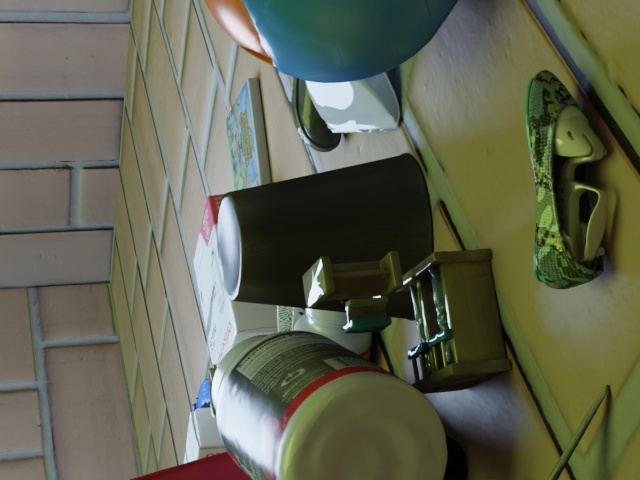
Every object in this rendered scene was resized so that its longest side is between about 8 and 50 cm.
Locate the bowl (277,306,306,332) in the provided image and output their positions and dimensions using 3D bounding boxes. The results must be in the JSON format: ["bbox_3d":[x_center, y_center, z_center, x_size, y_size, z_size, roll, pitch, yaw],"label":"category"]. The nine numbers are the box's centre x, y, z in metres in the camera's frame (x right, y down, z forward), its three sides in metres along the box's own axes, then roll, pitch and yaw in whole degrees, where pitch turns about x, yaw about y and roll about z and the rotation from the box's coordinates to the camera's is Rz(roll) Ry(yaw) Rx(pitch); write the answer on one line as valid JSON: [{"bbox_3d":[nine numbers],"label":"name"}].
[{"bbox_3d":[-0.013,0.089,1.639,0.170,0.080,0.170,180,90,-81],"label":"bowl"}]

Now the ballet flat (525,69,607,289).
[{"bbox_3d":[0.215,-0.053,0.969,0.070,0.070,0.188,180,85,-72],"label":"ballet flat"}]

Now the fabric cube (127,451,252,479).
[{"bbox_3d":[-0.096,0.440,1.539,0.258,0.254,0.259,55,-160,-64],"label":"fabric cube"}]

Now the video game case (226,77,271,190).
[{"bbox_3d":[-0.133,-0.162,2.087,0.193,0.023,0.212,135,130,-67],"label":"video game case"}]

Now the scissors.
[{"bbox_3d":[0.169,0.259,0.991,0.297,0.021,0.109,-57,-21,-11],"label":"scissors"}]

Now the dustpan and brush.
[{"bbox_3d":[0.017,-0.235,1.421,0.147,0.060,0.211,5,137,53],"label":"dustpan and brush"}]

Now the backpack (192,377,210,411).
[{"bbox_3d":[-0.206,0.321,2.270,0.120,0.098,0.101,108,158,-50],"label":"backpack"}]

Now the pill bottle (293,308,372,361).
[{"bbox_3d":[0.013,0.159,1.536,0.108,0.108,0.194,-125,36,-59],"label":"pill bottle"}]

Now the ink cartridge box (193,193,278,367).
[{"bbox_3d":[-0.130,0.090,1.962,0.207,0.117,0.283,110,152,-51],"label":"ink cartridge box"}]

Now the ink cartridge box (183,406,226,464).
[{"bbox_3d":[-0.158,0.399,2.029,0.092,0.158,0.218,-112,25,-49],"label":"ink cartridge box"}]

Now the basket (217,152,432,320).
[{"bbox_3d":[0.000,0.000,1.358,0.154,0.226,0.204,-170,78,-72],"label":"basket"}]

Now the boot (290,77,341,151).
[{"bbox_3d":[0.025,-0.232,1.523,0.208,0.076,0.190,-23,77,62],"label":"boot"}]

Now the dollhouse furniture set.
[{"bbox_3d":[0.079,0.091,1.192,0.129,0.183,0.129,132,133,-66],"label":"dollhouse furniture set"}]

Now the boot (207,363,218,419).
[{"bbox_3d":[-0.090,0.196,1.769,0.077,0.165,0.213,-112,24,-44],"label":"boot"}]

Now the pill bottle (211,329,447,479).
[{"bbox_3d":[-0.010,0.195,1.225,0.318,0.176,0.176,-161,69,-67],"label":"pill bottle"}]

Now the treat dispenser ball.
[{"bbox_3d":[0.012,-0.308,1.174,0.288,0.288,0.288,177,90,-72],"label":"treat dispenser ball"}]

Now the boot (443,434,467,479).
[{"bbox_3d":[0.042,0.353,1.355,0.260,0.131,0.348,11,79,67],"label":"boot"}]
